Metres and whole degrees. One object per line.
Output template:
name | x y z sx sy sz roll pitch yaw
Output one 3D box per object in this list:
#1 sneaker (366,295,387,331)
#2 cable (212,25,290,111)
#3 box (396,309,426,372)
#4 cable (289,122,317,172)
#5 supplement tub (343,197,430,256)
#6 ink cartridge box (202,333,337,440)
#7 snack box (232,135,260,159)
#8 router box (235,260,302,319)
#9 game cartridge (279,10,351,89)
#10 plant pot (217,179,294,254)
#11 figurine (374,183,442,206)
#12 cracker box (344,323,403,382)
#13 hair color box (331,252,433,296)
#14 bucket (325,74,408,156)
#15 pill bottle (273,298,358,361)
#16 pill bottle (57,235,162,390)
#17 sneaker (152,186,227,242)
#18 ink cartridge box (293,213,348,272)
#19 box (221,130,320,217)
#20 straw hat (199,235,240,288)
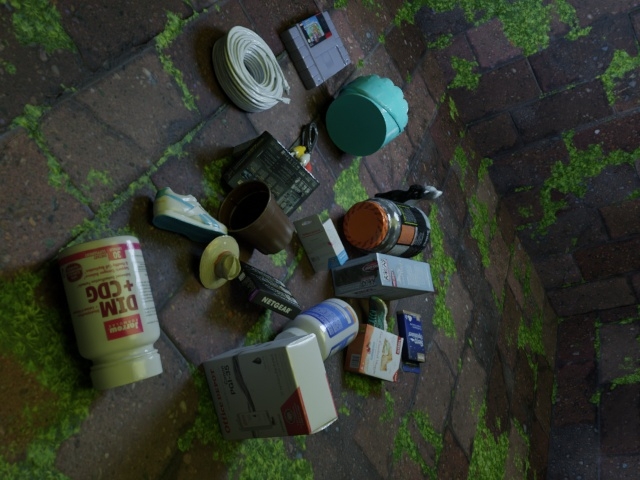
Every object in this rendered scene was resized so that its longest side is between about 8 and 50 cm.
sneaker | 0.188 0.268 2.180 0.076 0.065 0.166 -42 131 -42
cable | -0.218 -0.519 1.944 0.257 0.089 0.257 -23 94 -56
box | 0.347 0.383 2.415 0.136 0.037 0.225 21 60 -51
cable | -0.036 -0.290 2.123 0.139 0.072 0.287 62 33 -26
supplement tub | 0.238 -0.043 2.291 0.338 0.207 0.207 8 69 -55
ink cartridge box | -0.123 0.351 1.501 0.117 0.283 0.207 -13 86 -54
snack box | -0.173 -0.235 1.865 0.141 0.100 0.037 43 44 -38
router box | -0.145 0.135 1.724 0.179 0.046 0.133 32 12 -45
game cartridge | -0.009 -0.718 2.377 0.230 0.068 0.355 65 33 -19
plant pot | -0.167 -0.051 1.750 0.165 0.167 0.166 49 39 -45
figurine | 0.357 -0.169 2.522 0.215 0.210 0.092 -4 79 -57
cracker box | 0.180 0.374 2.109 0.232 0.067 0.155 27 69 -49
hair color box | 0.221 0.133 2.202 0.374 0.185 0.113 11 67 -54
bucket | 0.164 -0.453 2.326 0.281 0.281 0.183 61 39 -18
pill bottle | -0.016 0.271 1.818 0.272 0.152 0.152 -19 92 -57
pill bottle | -0.414 0.144 1.275 0.160 0.160 0.283 -9 83 -57
sneaker | -0.316 -0.059 1.587 0.229 0.087 0.092 28 49 -51
ink cartridge box | 0.000 0.000 2.009 0.061 0.104 0.181 -41 110 -55
box | -0.138 -0.172 1.824 0.233 0.183 0.059 41 2 -38
straw hat | -0.235 0.064 1.610 0.144 0.061 0.144 -29 129 -43
